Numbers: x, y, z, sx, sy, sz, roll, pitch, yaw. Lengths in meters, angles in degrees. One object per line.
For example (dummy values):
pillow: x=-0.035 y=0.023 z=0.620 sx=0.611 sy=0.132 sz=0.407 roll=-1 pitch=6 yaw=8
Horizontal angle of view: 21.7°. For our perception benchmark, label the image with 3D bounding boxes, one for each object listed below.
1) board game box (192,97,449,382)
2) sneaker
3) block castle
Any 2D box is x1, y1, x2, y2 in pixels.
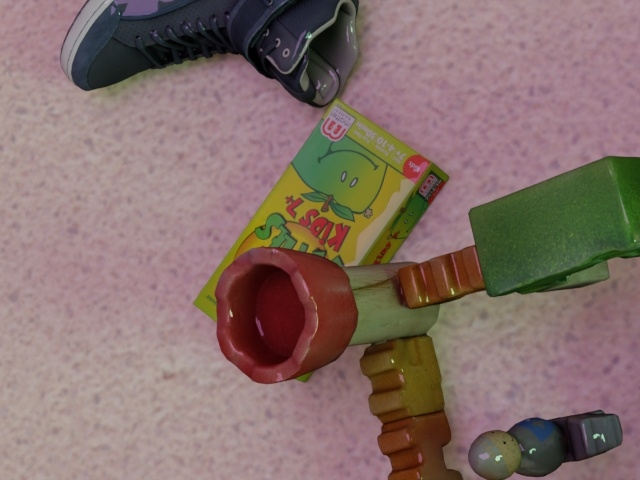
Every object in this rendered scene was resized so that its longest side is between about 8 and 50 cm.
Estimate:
board game box: x=0.000 y=0.000 z=1.196 sx=0.092 sy=0.043 sz=0.181 roll=36 pitch=92 yaw=24
sneaker: x=-0.077 y=-0.144 z=1.238 sx=0.226 sy=0.086 sz=0.163 roll=-35 pitch=65 yaw=9
block castle: x=0.152 y=0.099 z=0.930 sx=0.453 sy=0.212 sz=0.303 roll=-20 pitch=79 yaw=39
